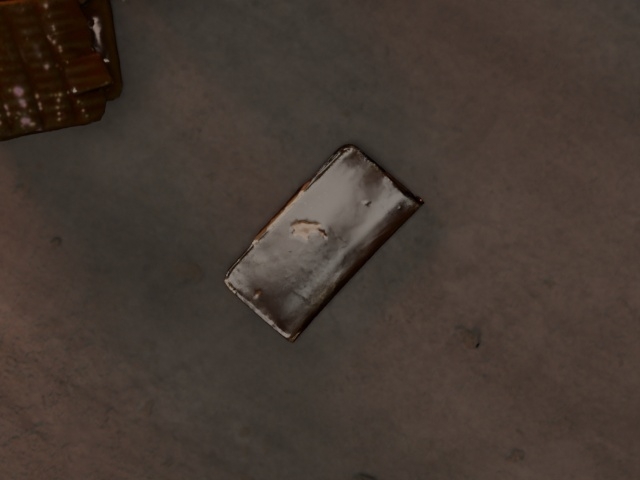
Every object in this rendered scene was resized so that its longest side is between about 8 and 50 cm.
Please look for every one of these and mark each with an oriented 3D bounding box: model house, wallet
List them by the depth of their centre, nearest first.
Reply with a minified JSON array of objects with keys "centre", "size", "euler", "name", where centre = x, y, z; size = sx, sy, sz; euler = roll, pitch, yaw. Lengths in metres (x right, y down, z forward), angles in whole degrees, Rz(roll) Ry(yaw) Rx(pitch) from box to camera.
[{"centre":[-0.287,-0.190,1.686],"size":[0.219,0.229,0.199],"euler":[-4,105,3],"name":"model house"},{"centre":[0.000,0.000,1.802],"size":[0.095,0.026,0.176],"euler":[40,100,-10],"name":"wallet"}]
